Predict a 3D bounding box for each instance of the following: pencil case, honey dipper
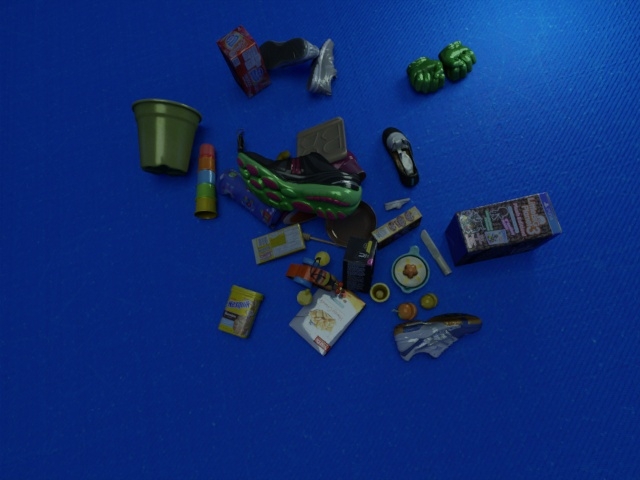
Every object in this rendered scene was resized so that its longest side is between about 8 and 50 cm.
[{"bbox_3d":[-0.268,-0.166,1.583,0.306,0.133,0.119,33,49,16],"label":"pencil case"},{"bbox_3d":[0.000,0.000,1.546,0.160,0.030,0.030,14,77,8],"label":"honey dipper"}]

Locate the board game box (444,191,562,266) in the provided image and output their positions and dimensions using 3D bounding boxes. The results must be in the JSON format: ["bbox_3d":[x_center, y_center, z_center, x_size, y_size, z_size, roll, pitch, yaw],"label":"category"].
[{"bbox_3d":[0.599,-0.028,1.356,0.291,0.232,0.141,-13,74,5],"label":"board game box"}]

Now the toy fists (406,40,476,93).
[{"bbox_3d":[0.497,-0.704,1.634,0.279,0.096,0.142,-25,73,-1],"label":"toy fists"}]

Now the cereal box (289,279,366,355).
[{"bbox_3d":[0.026,0.270,1.452,0.173,0.047,0.240,38,83,18],"label":"cereal box"}]

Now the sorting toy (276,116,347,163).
[{"bbox_3d":[-0.040,-0.365,1.617,0.307,0.041,0.229,-17,52,17],"label":"sorting toy"}]

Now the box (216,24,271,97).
[{"bbox_3d":[-0.315,-0.741,1.680,0.128,0.257,0.123,-35,74,-3],"label":"box"}]

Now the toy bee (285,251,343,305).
[{"bbox_3d":[-0.013,0.145,1.406,0.162,0.298,0.195,30,96,-17],"label":"toy bee"}]

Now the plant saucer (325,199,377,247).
[{"bbox_3d":[0.117,-0.064,1.539,0.198,0.036,0.199,-2,73,7],"label":"plant saucer"}]

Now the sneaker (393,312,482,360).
[{"bbox_3d":[0.403,0.330,1.364,0.296,0.112,0.131,-11,90,7],"label":"sneaker"}]

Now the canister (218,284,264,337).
[{"bbox_3d":[-0.296,0.265,1.490,0.126,0.073,0.170,15,79,13],"label":"canister"}]

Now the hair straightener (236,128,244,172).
[{"bbox_3d":[-0.322,-0.374,1.668,0.047,0.089,0.230,-2,70,-11],"label":"hair straightener"}]

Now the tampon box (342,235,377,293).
[{"bbox_3d":[0.137,0.087,1.411,0.101,0.161,0.120,10,48,11],"label":"tampon box"}]

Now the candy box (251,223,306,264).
[{"bbox_3d":[-0.163,0.015,1.547,0.205,0.027,0.105,-18,74,14],"label":"candy box"}]

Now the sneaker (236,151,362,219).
[{"bbox_3d":[-0.077,-0.218,1.442,0.482,0.185,0.202,20,52,12],"label":"sneaker"}]

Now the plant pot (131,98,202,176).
[{"bbox_3d":[-0.636,-0.406,1.651,0.276,0.276,0.254,1,86,9],"label":"plant pot"}]

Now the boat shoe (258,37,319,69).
[{"bbox_3d":[-0.151,-0.800,1.727,0.320,0.103,0.118,10,104,41],"label":"boat shoe"}]

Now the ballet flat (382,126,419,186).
[{"bbox_3d":[0.319,-0.343,1.557,0.095,0.096,0.280,-21,72,2],"label":"ballet flat"}]

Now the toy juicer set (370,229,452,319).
[{"bbox_3d":[0.349,0.135,1.421,0.209,0.089,0.329,40,83,17],"label":"toy juicer set"}]

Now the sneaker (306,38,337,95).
[{"bbox_3d":[0.021,-0.739,1.732,0.115,0.105,0.281,21,71,-21],"label":"sneaker"}]

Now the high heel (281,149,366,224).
[{"bbox_3d":[-0.013,-0.212,1.578,0.377,0.127,0.181,-31,56,-3],"label":"high heel"}]

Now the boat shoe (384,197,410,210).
[{"bbox_3d":[0.296,-0.138,1.539,0.100,0.035,0.035,-15,100,0],"label":"boat shoe"}]

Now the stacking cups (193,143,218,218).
[{"bbox_3d":[-0.465,-0.251,1.652,0.096,0.096,0.316,-4,73,7],"label":"stacking cups"}]

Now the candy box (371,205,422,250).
[{"bbox_3d":[0.279,-0.043,1.471,0.186,0.109,0.053,-33,72,-1],"label":"candy box"}]
